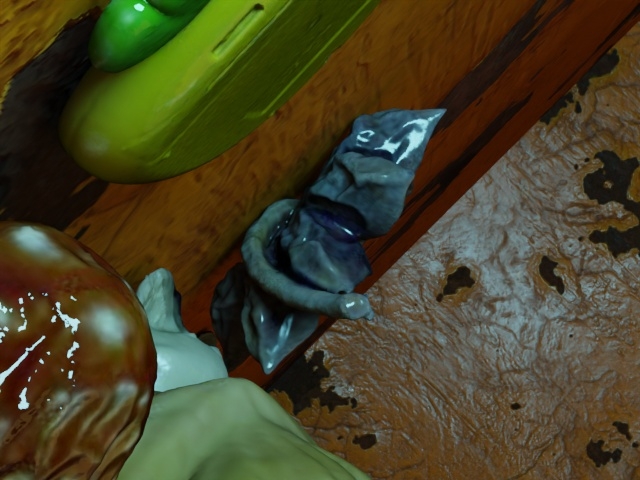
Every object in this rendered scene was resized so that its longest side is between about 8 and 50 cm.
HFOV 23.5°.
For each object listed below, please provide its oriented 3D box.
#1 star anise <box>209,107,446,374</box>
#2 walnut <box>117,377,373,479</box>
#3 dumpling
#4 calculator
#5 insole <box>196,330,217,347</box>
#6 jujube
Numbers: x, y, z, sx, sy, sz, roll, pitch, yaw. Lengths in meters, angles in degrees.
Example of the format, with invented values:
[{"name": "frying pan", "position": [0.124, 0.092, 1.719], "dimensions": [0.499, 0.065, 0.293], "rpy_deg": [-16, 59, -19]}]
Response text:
[{"name": "star anise", "position": [0.001, 0.000, 1.000], "dimensions": [0.230, 0.081, 0.262], "rpy_deg": [-46, -174, 13]}, {"name": "walnut", "position": [-0.083, 0.218, 0.653], "dimensions": [0.333, 0.333, 0.333], "rpy_deg": [-44, 175, -5]}, {"name": "dumpling", "position": [-0.116, 0.103, 0.830], "dimensions": [0.176, 0.092, 0.150], "rpy_deg": [-48, 169, 30]}, {"name": "calculator", "position": [-0.021, -0.075, 0.517], "dimensions": [0.146, 0.032, 0.235], "rpy_deg": [-46, 176, 11]}, {"name": "insole", "position": [-0.163, 0.219, 1.294], "dimensions": [0.322, 0.007, 0.109], "rpy_deg": [-64, 167, 8]}, {"name": "jujube", "position": [-0.124, 0.074, 0.486], "dimensions": [0.176, 0.109, 0.112], "rpy_deg": [-56, -168, 10]}]
